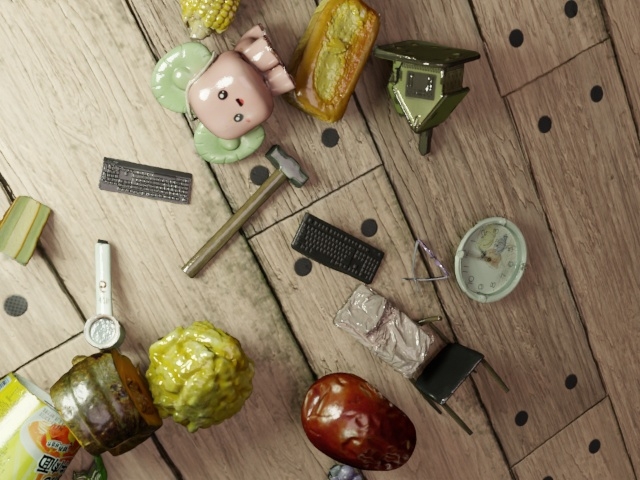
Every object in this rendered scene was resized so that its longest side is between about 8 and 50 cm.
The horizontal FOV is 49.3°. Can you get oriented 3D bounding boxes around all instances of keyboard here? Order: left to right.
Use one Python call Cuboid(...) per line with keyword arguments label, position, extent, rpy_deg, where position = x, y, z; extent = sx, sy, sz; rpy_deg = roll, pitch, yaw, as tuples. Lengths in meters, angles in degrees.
Cuboid(label="keyboard", position=(-0.380, -0.129, 1.524), extent=(0.196, 0.015, 0.074), rpy_deg=(10, 94, -24))
Cuboid(label="keyboard", position=(0.006, 0.002, 1.673), extent=(0.381, 0.041, 0.104), rpy_deg=(26, 88, -30))

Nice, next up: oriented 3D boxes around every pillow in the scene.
Cuboid(label="pillow", position=(0.163, 0.225, 1.750), extent=(0.248, 0.049, 0.135), rpy_deg=(38, 75, -2))

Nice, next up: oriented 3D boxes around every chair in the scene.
Cuboid(label="chair", position=(0.329, 0.344, 1.813), extent=(0.188, 0.166, 0.272), rpy_deg=(-47, 112, -10))

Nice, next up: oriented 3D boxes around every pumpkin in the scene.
Cuboid(label="pumpkin", position=(-0.437, 0.317, 1.422), extent=(0.139, 0.317, 0.222), rpy_deg=(-30, 77, -7))

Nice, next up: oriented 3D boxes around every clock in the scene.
Cuboid(label="clock", position=(0.454, 0.051, 1.884), extent=(0.236, 0.053, 0.237), rpy_deg=(-4, 102, -22))

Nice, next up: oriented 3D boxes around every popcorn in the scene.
Cuboid(label="popcorn", position=(-0.270, 0.293, 1.537), extent=(0.249, 0.225, 0.250), rpy_deg=(-15, 116, -33))

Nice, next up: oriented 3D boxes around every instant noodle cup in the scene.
Cuboid(label="instant noodle cup", position=(-0.606, 0.402, 1.395), extent=(0.264, 0.264, 0.200), rpy_deg=(45, 70, -22))

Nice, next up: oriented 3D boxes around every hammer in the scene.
Cuboid(label="hammer", position=(-0.184, -0.057, 1.606), extent=(0.365, 0.043, 0.111), rpy_deg=(-48, 114, -8))

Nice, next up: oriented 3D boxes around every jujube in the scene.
Cuboid(label="jujube", position=(0.096, 0.450, 1.706), extent=(0.318, 0.223, 0.223), rpy_deg=(35, 84, -34))

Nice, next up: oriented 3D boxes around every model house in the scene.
Cuboid(label="model house", position=(0.239, -0.318, 1.656), extent=(0.218, 0.204, 0.279), rpy_deg=(-25, 127, -47))

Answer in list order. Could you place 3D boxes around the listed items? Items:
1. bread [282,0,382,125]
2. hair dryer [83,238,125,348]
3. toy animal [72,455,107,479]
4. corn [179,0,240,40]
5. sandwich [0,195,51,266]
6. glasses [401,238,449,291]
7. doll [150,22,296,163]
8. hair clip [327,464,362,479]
Cuboid(label="bread", position=(0.024, -0.418, 1.599), extent=(0.152, 0.119, 0.288), rpy_deg=(25, 88, -28))
Cuboid(label="hair dryer", position=(-0.465, 0.115, 1.488), extent=(0.073, 0.131, 0.237), rpy_deg=(-7, 80, -11))
Cuboid(label="toy animal", position=(-0.520, 0.499, 1.548), extent=(0.074, 0.041, 0.217), rpy_deg=(-14, 99, -22))
Cuboid(label="corn", position=(-0.203, -0.583, 1.470), extent=(0.130, 0.130, 0.347), rpy_deg=(20, 89, -24))
Cuboid(label="sandwich", position=(-0.588, -0.025, 1.371), extent=(0.079, 0.163, 0.114), rpy_deg=(32, 84, -24))
Cuboid(label="glasses", position=(0.263, 0.076, 1.823), extent=(0.103, 0.062, 0.140), rpy_deg=(-40, 112, 11))
Cuboid(label="doll", position=(-0.197, -0.320, 1.500), extent=(0.268, 0.216, 0.284), rpy_deg=(-30, 121, 6))
Cuboid(label="hair clip", position=(0.060, 0.662, 1.821), extent=(0.124, 0.052, 0.196), rpy_deg=(-24, 115, -8))
